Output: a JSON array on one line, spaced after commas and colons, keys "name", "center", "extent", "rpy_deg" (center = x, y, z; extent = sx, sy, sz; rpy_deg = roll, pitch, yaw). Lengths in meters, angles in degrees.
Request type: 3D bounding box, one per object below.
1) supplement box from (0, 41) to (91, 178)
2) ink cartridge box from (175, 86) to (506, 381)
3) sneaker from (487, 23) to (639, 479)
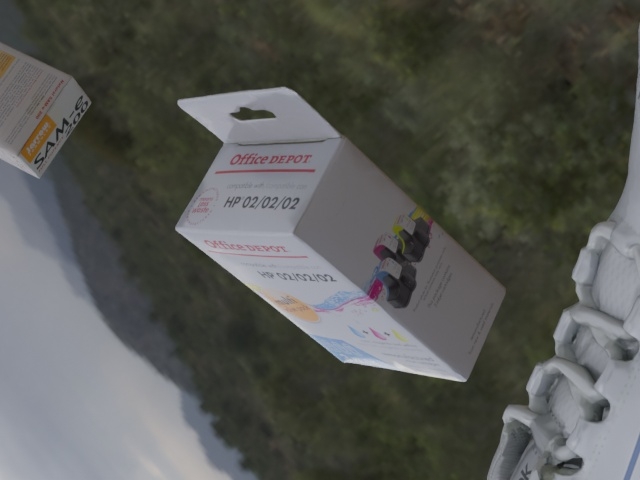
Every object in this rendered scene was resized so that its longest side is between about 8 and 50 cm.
[{"name": "supplement box", "center": [-0.204, -0.089, 0.791], "extent": [0.098, 0.062, 0.036], "rpy_deg": [27, 166, 20]}, {"name": "ink cartridge box", "center": [0.000, 0.000, 0.660], "extent": [0.181, 0.062, 0.104], "rpy_deg": [41, 156, -32]}, {"name": "sneaker", "center": [0.118, 0.061, 0.410], "extent": [0.111, 0.129, 0.297], "rpy_deg": [-97, 0, -69]}]
